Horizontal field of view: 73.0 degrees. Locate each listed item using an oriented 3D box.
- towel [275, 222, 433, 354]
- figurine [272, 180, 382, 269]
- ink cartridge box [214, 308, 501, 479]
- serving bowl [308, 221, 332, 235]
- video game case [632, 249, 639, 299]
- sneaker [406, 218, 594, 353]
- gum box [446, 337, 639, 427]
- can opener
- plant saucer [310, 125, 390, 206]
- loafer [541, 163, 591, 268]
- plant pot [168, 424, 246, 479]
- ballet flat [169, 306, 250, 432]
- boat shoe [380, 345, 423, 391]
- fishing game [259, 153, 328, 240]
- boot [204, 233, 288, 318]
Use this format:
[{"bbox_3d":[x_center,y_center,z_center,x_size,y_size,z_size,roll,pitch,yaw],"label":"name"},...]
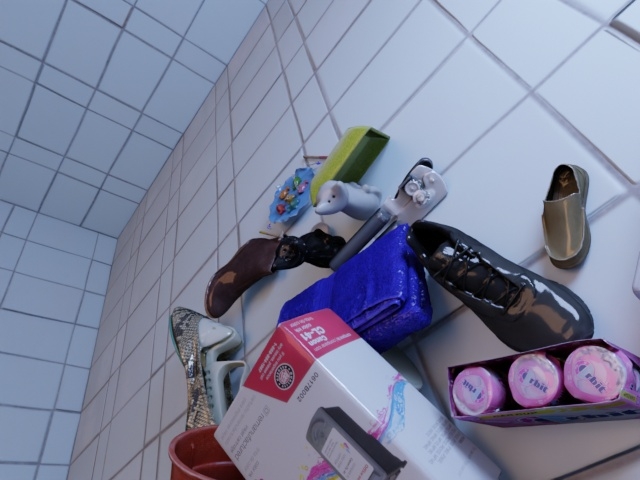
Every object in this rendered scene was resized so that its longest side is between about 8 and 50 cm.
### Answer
[{"bbox_3d":[0.035,0.114,0.733,0.308,0.076,0.228,-36,28,27],"label":"towel"},{"bbox_3d":[0.012,-0.032,0.843,0.092,0.209,0.215,42,108,16],"label":"figurine"},{"bbox_3d":[0.032,0.275,0.563,0.306,0.131,0.226,40,111,28],"label":"ink cartridge box"},{"bbox_3d":[0.000,0.000,1.008,0.083,0.027,0.083,-33,45,40],"label":"serving bowl"},{"bbox_3d":[0.469,-0.085,0.363,0.300,0.036,0.329,1,65,55],"label":"video game case"},{"bbox_3d":[0.214,0.056,0.581,0.109,0.130,0.286,-59,35,6],"label":"sneaker"},{"bbox_3d":[0.253,0.164,0.478,0.188,0.107,0.062,-29,48,42],"label":"gum box"},{"bbox_3d":[0.128,-0.030,0.826,0.280,0.074,0.093,-49,2,22],"label":"can opener"},{"bbox_3d":[0.055,-0.159,0.901,0.045,0.188,0.188,41,109,12],"label":"plant saucer"},{"bbox_3d":[0.316,-0.036,0.566,0.056,0.050,0.148,-14,59,51],"label":"loafer"},{"bbox_3d":[-0.135,0.483,0.710,0.272,0.272,0.265,0,78,54],"label":"plant pot"},{"bbox_3d":[-0.259,0.333,1.081,0.182,0.164,0.483,-33,47,9],"label":"ballet flat"},{"bbox_3d":[0.085,0.203,0.723,0.081,0.079,0.227,-63,27,6],"label":"boat shoe"},{"bbox_3d":[-0.084,-0.129,1.168,0.264,0.041,0.189,-59,32,-7],"label":"fishing game"},{"bbox_3d":[-0.195,0.091,1.140,0.207,0.090,0.248,-12,45,48],"label":"boot"}]
